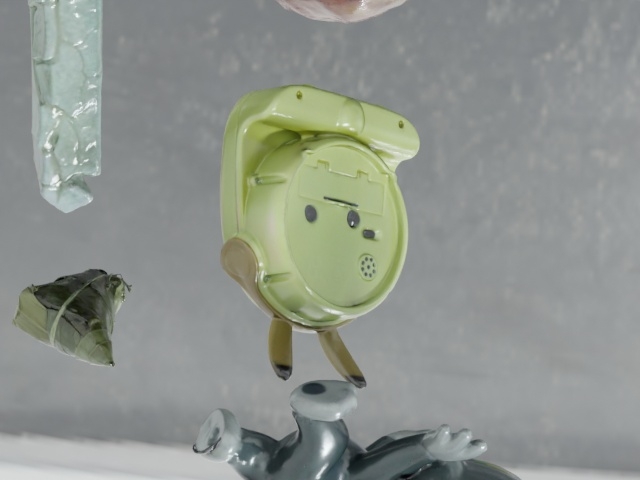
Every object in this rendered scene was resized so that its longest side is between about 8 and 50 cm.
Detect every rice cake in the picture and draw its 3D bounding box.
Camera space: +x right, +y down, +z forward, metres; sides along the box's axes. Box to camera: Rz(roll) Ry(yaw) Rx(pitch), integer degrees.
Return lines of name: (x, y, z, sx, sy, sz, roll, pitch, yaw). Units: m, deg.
rice cake: (-0.207, -0.174, 1.425, 0.063, 0.066, 0.336, -6, 126, -12)

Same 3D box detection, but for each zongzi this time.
zongzi: (-0.184, 0.069, 1.506, 0.119, 0.109, 0.055, 27, 119, 29)

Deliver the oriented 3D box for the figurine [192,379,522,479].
figurine: (0.048, 0.181, 1.232, 0.265, 0.140, 0.193, 11, 158, -16)

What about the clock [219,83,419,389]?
clock: (0.000, 0.000, 1.404, 0.170, 0.232, 0.069, 11, 168, -43)

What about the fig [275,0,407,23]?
fig: (0.012, -0.321, 1.638, 0.224, 0.224, 0.263, -3, 144, 18)
